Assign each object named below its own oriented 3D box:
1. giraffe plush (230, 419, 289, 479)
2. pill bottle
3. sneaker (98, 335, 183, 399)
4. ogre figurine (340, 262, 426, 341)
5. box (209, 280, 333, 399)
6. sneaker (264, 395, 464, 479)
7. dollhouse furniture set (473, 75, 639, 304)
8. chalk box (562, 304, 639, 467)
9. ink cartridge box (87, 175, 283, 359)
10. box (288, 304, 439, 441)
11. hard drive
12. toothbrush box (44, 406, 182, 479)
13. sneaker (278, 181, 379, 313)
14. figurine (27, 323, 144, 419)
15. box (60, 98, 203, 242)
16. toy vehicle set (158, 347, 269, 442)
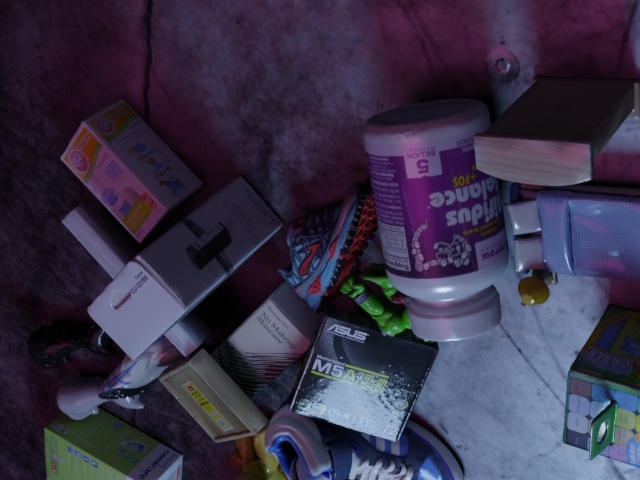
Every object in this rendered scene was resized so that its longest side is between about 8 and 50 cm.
[{"bbox_3d":[-0.121,0.459,1.901,0.181,0.170,0.210,3,120,33],"label":"giraffe plush"},{"bbox_3d":[0.161,-0.026,1.359,0.169,0.169,0.301,0,110,35],"label":"pill bottle"},{"bbox_3d":[-0.349,0.237,1.971,0.237,0.085,0.086,-38,59,30],"label":"sneaker"},{"bbox_3d":[0.139,0.081,1.516,0.197,0.097,0.118,-23,116,-4],"label":"ogre figurine"},{"bbox_3d":[-0.093,0.176,1.749,0.113,0.094,0.275,45,134,2],"label":"box"},{"bbox_3d":[0.057,0.375,1.675,0.323,0.236,0.130,39,133,8],"label":"sneaker"},{"bbox_3d":[0.346,-0.021,1.239,0.287,0.198,0.303,8,123,32],"label":"dollhouse furniture set"},{"bbox_3d":[0.402,0.204,1.334,0.132,0.213,0.132,14,126,28],"label":"chalk box"},{"bbox_3d":[-0.214,0.042,1.623,0.114,0.273,0.197,48,134,-1],"label":"ink cartridge box"},{"bbox_3d":[0.066,0.212,1.610,0.191,0.045,0.184,18,115,-8],"label":"box"},{"bbox_3d":[-0.314,0.068,1.784,0.040,0.203,0.307,-42,91,1],"label":"hard drive"},{"bbox_3d":[-0.446,0.499,2.192,0.283,0.122,0.206,25,130,21],"label":"toothbrush box"},{"bbox_3d":[0.000,0.000,1.563,0.125,0.104,0.261,37,133,13],"label":"sneaker"},{"bbox_3d":[-0.468,0.264,2.083,0.210,0.092,0.214,-9,113,34],"label":"figurine"},{"bbox_3d":[-0.318,-0.117,1.709,0.203,0.103,0.114,47,133,0],"label":"box"},{"bbox_3d":[-0.195,0.279,1.799,0.166,0.035,0.267,49,156,-4],"label":"toy vehicle set"}]
